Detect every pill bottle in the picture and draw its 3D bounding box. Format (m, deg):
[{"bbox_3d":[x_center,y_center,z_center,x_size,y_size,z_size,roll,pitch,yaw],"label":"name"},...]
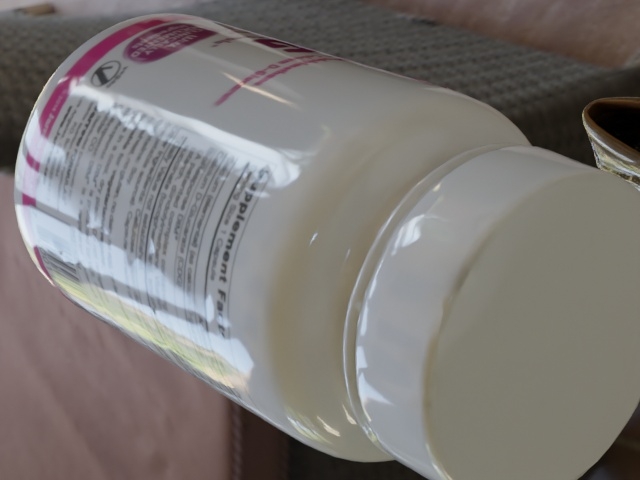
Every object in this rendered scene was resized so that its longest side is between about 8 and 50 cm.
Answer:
[{"bbox_3d":[0.000,0.000,0.642,0.283,0.160,0.160,24,123,46],"label":"pill bottle"}]

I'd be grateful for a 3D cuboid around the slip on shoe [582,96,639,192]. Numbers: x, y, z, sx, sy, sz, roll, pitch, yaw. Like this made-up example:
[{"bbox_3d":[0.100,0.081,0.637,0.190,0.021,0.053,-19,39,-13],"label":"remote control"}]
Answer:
[{"bbox_3d":[0.168,-0.040,0.662,0.041,0.051,0.135,50,173,-25],"label":"slip on shoe"}]
